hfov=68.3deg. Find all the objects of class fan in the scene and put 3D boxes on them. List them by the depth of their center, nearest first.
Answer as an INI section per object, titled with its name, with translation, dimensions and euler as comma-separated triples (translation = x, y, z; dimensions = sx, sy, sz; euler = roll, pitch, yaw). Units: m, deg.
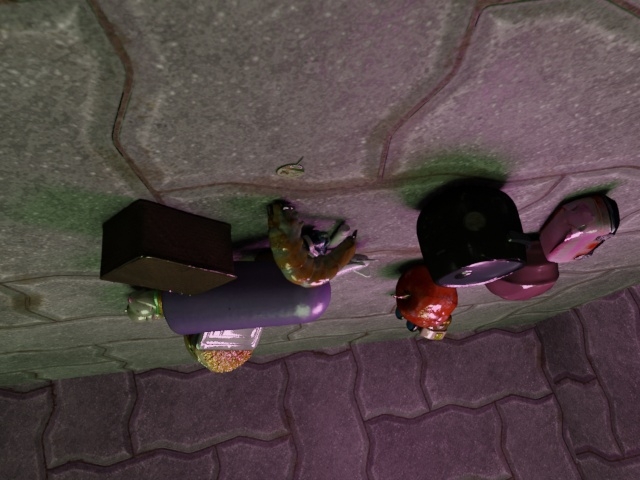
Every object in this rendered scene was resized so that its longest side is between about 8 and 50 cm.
[fan]
translation = -0.062, -0.149, 0.982
dimensions = 0.060, 0.003, 0.080
euler = -7, 159, -5

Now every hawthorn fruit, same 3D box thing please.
[hawthorn fruit]
translation = 0.365, 0.203, 1.742
dimensions = 0.272, 0.241, 0.242
euler = 9, 153, -39

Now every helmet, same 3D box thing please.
[helmet]
translation = 0.725, 0.122, 1.730
dimensions = 0.271, 0.197, 0.338
euler = -7, 158, -12

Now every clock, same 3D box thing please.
[clock]
translation = -0.580, 0.218, 1.592
dimensions = 0.144, 0.103, 0.231
euler = 3, 154, -25

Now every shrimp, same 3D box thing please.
[shrimp]
translation = -0.018, 0.026, 1.181
dimensions = 0.287, 0.185, 0.068
euler = 16, 173, -33

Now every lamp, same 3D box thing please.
[lamp]
translation = -0.279, 0.242, 1.589
dimensions = 0.047, 0.269, 0.266
euler = 22, -176, 40

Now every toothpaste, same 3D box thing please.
[toothpaste]
translation = 0.049, -0.004, 1.367
dimensions = 0.048, 0.031, 0.190
euler = -11, 164, -17

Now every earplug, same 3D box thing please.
[earplug]
translation = -0.193, 0.150, 1.321
dimensions = 0.456, 0.215, 0.215
euler = -5, 161, 15

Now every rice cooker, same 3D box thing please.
[rice cooker]
translation = 0.386, -0.010, 1.213
dimensions = 0.267, 0.224, 0.267
euler = -7, 157, -3

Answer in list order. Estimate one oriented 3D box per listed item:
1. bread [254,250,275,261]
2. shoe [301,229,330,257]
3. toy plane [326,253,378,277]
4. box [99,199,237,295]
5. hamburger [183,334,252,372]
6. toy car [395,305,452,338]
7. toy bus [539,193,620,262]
[bread]
translation = -0.128, 0.103, 1.483
dimensions = 0.147, 0.098, 0.217
euler = -13, 160, 1
[shoe]
translation = -0.006, 0.006, 1.336
dimensions = 0.071, 0.064, 0.143
euler = -30, 161, 5
[toy plane]
translation = 0.039, 0.076, 1.438
dimensions = 0.255, 0.101, 0.251
euler = -7, 171, -15
[box]
translation = -0.357, 0.027, 1.132
dimensions = 0.184, 0.143, 0.273
euler = -22, 155, 33
[hamburger]
translation = -0.350, 0.331, 1.712
dimensions = 0.170, 0.302, 0.302
euler = 1, 171, 45
[toy car]
translation = 0.465, 0.289, 2.053
dimensions = 0.204, 0.248, 0.198
euler = 10, 114, -35
[toy bus]
translation = 0.785, -0.029, 1.452
dimensions = 0.147, 0.127, 0.302
euler = -8, 159, 8
